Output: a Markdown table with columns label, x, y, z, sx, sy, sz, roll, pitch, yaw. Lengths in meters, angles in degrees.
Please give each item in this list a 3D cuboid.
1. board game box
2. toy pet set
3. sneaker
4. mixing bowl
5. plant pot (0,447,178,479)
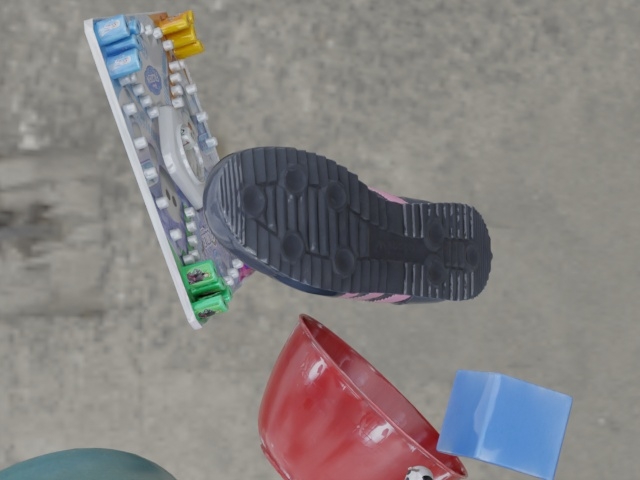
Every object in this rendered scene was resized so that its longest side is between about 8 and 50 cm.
| label | x | y | z | sx | sy | sz | roll | pitch | yaw |
| --- | --- | --- | --- | --- | --- | --- | --- | --- | --- |
| board game box | -0.167 | -0.112 | 2.038 | 0.050 | 0.390 | 0.390 | -18 | 97 | 11 |
| toy pet set | 0.089 | 0.126 | 0.762 | 0.122 | 0.065 | 0.114 | 12 | 81 | 25 |
| sneaker | 0.000 | 0.000 | 1.296 | 0.131 | 0.319 | 0.112 | -3 | 75 | 43 |
| mixing bowl | 0.017 | 0.153 | 1.229 | 0.098 | 0.181 | 0.181 | -46 | 51 | 3 |
| plant pot | -0.087 | 0.239 | 0.754 | 0.255 | 0.272 | 0.271 | 44 | 120 | 49 |
